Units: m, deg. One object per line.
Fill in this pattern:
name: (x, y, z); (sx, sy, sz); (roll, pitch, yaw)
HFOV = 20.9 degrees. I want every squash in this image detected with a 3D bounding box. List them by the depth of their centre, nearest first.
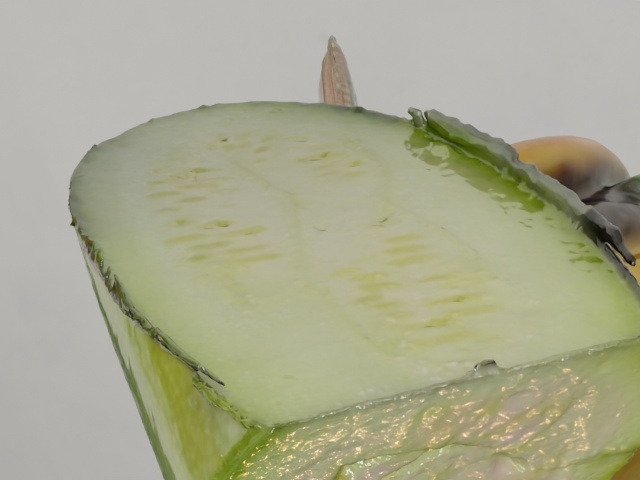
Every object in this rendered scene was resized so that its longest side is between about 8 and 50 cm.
squash: (0.000, 0.000, 0.858); (0.210, 0.233, 0.309); (100, 153, -53)

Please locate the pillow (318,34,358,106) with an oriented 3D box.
pillow: (0.021, -0.074, 1.505); (0.034, 0.135, 0.211); (-9, 153, -1)

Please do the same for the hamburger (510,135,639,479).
hamburger: (0.154, 0.093, 1.424); (0.277, 0.396, 0.396); (51, 142, 26)
